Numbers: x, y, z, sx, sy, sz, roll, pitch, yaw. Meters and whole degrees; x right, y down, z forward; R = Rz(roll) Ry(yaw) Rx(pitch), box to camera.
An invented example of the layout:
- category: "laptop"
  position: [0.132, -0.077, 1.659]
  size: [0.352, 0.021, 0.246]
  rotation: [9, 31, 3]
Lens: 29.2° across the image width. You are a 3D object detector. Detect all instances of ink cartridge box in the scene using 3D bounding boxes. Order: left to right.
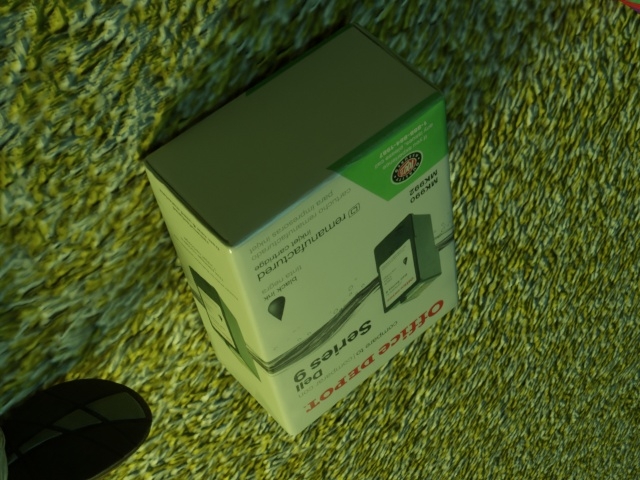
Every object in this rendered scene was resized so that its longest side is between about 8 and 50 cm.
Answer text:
- category: "ink cartridge box"
  position: [0.000, 0.000, 1.021]
  size: [0.211, 0.121, 0.289]
  rotation: [-37, 146, -17]

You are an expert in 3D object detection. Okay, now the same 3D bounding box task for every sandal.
- category: "sandal"
  position: [-0.234, 0.192, 0.987]
  size: [0.219, 0.090, 0.060]
  rotation: [-41, 163, -14]

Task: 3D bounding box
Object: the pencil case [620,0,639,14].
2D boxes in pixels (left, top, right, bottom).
- category: "pencil case"
  position: [0.297, -0.262, 1.124]
  size: [0.236, 0.104, 0.104]
  rotation: [14, 114, -52]

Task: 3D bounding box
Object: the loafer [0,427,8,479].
- category: "loafer"
  position: [-0.360, 0.196, 0.828]
  size: [0.319, 0.112, 0.111]
  rotation: [-30, 139, -39]
